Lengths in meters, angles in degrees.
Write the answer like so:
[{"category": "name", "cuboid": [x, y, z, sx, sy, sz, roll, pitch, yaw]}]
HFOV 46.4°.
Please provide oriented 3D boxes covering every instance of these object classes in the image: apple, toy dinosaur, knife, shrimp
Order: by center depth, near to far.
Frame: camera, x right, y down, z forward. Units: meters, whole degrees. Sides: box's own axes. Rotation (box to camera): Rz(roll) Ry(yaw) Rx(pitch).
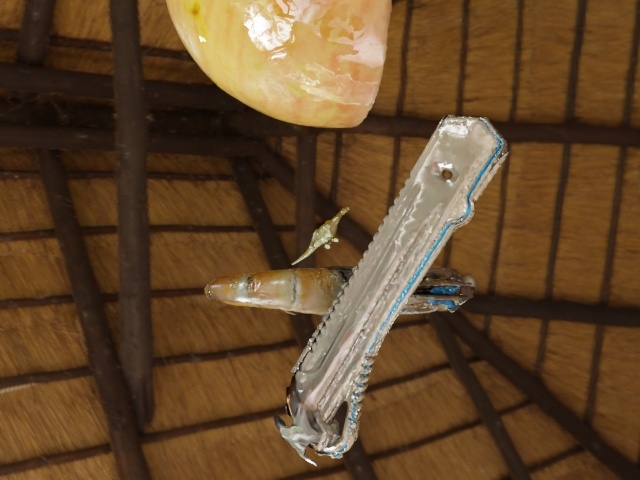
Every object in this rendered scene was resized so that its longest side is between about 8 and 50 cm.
[{"category": "knife", "cuboid": [0.061, 0.050, 0.682, 0.365, 0.089, 0.043, -62, -15, 20]}, {"category": "shrimp", "cuboid": [0.018, 0.059, 0.834, 0.291, 0.222, 0.054, 0, -96, -7]}, {"category": "toy dinosaur", "cuboid": [0.000, 0.001, 0.949, 0.026, 0.041, 0.113, 35, -68, -14]}, {"category": "apple", "cuboid": [-0.043, -0.286, 0.975, 0.252, 0.314, 0.309, -55, -13, -39]}]
